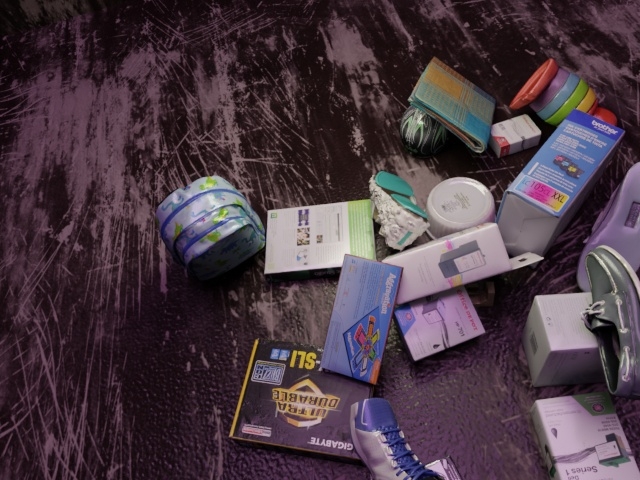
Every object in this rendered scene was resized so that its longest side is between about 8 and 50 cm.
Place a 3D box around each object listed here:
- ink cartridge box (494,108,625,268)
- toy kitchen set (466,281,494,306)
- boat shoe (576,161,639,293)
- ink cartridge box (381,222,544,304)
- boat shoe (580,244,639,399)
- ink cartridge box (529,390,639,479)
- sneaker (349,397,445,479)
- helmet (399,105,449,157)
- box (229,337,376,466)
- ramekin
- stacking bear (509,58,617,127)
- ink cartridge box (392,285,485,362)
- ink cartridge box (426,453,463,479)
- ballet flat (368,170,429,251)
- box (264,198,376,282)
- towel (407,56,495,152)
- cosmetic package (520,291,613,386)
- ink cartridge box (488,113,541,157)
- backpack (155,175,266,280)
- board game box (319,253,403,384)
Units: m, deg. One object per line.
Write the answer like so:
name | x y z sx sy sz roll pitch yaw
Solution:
ink cartridge box | 0.635 -0.153 1.421 0.151 0.270 0.395 37 70 24
toy kitchen set | 0.405 0.127 1.396 0.083 0.075 0.068 -3 55 10
boat shoe | 0.771 -0.024 1.397 0.136 0.156 0.367 22 92 18
ink cartridge box | 0.345 0.042 1.333 0.354 0.207 0.119 -19 89 12
boat shoe | 0.571 0.153 1.047 0.099 0.116 0.319 -7 61 2
ink cartridge box | 0.563 0.450 1.136 0.160 0.092 0.219 -10 55 5
sneaker | 0.177 0.480 1.109 0.128 0.182 0.315 7 61 -34
helmet | 0.330 -0.361 1.687 0.170 0.161 0.169 -5 56 8
box | -0.030 0.386 1.306 0.322 0.079 0.257 5 56 14
ramekin | 0.396 -0.083 1.519 0.207 0.109 0.207 -5 56 8
stacking bear | 0.752 -0.395 1.605 0.289 0.175 0.164 36 93 -1
ink cartridge box | 0.291 0.206 1.341 0.191 0.082 0.139 -22 75 -2
ink cartridge box | 0.283 0.576 1.134 0.097 0.046 0.207 -23 55 -3
ballet flat | 0.194 -0.086 1.494 0.147 0.146 0.409 -11 20 4
box | 0.000 0.000 1.575 0.322 0.058 0.232 -6 56 9
towel | 0.419 -0.429 1.654 0.271 0.040 0.370 34 40 -4
cosmetic package | 0.595 0.224 1.202 0.225 0.224 0.138 -7 55 7
ink cartridge box | 0.601 -0.327 1.675 0.135 0.056 0.099 -18 54 -2
backpack | -0.299 -0.029 1.470 0.290 0.355 0.273 -27 57 -8
board game box | 0.097 0.183 1.270 0.145 0.027 0.281 14 92 20
